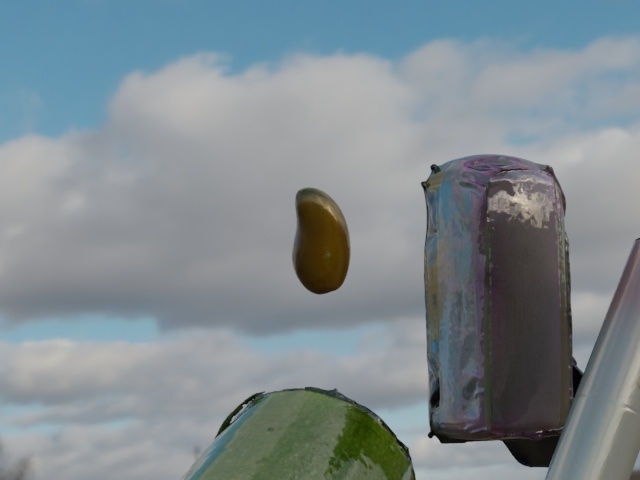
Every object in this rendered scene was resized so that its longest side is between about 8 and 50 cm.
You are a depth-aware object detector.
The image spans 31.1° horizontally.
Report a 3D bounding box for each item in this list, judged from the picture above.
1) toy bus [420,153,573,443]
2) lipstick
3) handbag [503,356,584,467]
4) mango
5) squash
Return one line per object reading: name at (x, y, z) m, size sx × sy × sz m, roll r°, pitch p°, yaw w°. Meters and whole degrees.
toy bus at (0.239, 0.071, 1.496) m, size 0.171 × 0.386 × 0.162 m, roll 1°, pitch -6°, yaw -24°
lipstick at (0.345, 0.158, 1.313) m, size 0.087 × 0.327 × 0.087 m, roll 23°, pitch -17°, yaw 7°
handbag at (0.386, 0.277, 2.068) m, size 0.118 × 0.269 × 0.326 m, roll -38°, pitch 2°, yaw -20°
mango at (0.000, 0.000, 1.938) m, size 0.102 × 0.184 × 0.085 m, roll -2°, pitch 9°, yaw 12°
squash at (-0.058, 0.344, 1.193) m, size 0.263 × 0.263 × 0.384 m, roll -12°, pitch 15°, yaw 20°
